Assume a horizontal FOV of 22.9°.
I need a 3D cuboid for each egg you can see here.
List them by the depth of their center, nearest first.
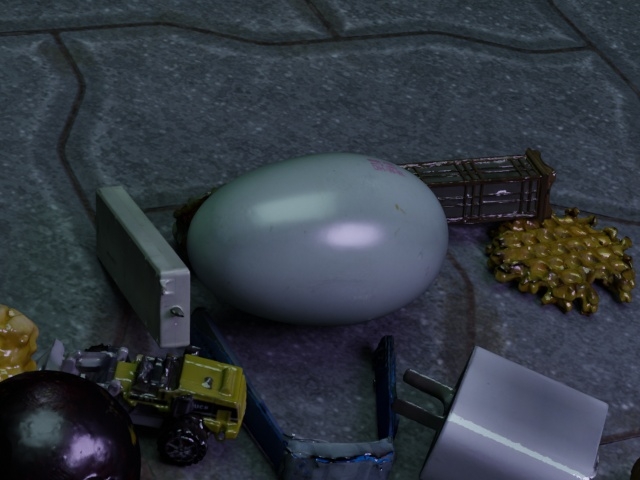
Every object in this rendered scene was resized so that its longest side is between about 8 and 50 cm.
[{"bbox_3d":[0.000,0.000,2.064,0.371,0.230,0.230,-3,40,-32],"label":"egg"}]

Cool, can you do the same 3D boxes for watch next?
[{"bbox_3d":[-0.035,0.196,2.001,0.276,0.068,0.274,7,38,-7],"label":"watch"}]

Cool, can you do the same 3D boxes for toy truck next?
[{"bbox_3d":[-0.232,0.181,1.925,0.286,0.111,0.136,9,39,-2],"label":"toy truck"}]

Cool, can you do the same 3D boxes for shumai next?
[{"bbox_3d":[-0.121,-0.036,2.211,0.184,0.142,0.184,8,41,-7],"label":"shumai"}]

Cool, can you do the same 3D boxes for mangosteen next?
[{"bbox_3d":[-0.322,0.246,1.739,0.228,0.228,0.265,-24,28,-39],"label":"mangosteen"}]

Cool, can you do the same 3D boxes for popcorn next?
[{"bbox_3d":[-0.410,0.146,1.873,0.152,0.167,0.148,46,37,-1],"label":"popcorn"}]

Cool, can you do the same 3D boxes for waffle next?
[{"bbox_3d":[0.362,0.022,2.362,0.229,0.051,0.231,13,36,4],"label":"waffle"}]

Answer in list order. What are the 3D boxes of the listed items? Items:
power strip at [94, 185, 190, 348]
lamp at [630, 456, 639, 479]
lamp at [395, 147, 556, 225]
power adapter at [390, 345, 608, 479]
[{"bbox_3d":[-0.230,0.031,2.032,0.043,0.106,0.367,-6,22,-20],"label":"power strip"},{"bbox_3d":[0.475,0.326,1.924,0.161,0.161,0.185,-11,46,-28],"label":"lamp"},{"bbox_3d":[0.181,-0.070,2.350,0.325,0.089,0.090,-6,30,-13],"label":"lamp"},{"bbox_3d":[0.212,0.237,1.962,0.255,0.124,0.187,23,37,5],"label":"power adapter"}]
